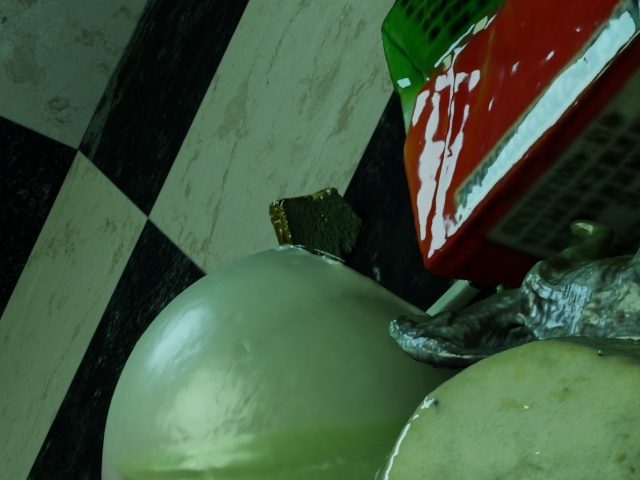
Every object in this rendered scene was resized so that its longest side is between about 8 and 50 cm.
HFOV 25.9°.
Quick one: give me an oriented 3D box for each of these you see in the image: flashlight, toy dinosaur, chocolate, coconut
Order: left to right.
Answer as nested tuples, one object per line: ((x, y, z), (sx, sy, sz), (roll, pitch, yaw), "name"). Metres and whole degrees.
((0.114, 0.050, 1.178), (0.083, 0.018, 0.018), (-49, 27, 37), "flashlight")
((0.208, -0.172, 1.004), (0.360, 0.161, 0.341), (-51, 27, 33), "chocolate")
((0.153, 0.182, 0.700), (0.245, 0.247, 0.245), (-21, 43, 20), "coconut")
((0.190, 0.034, 0.843), (0.294, 0.077, 0.162), (-16, 19, 24), "toy dinosaur")

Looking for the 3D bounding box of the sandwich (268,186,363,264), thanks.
((0.000, 0.000, 1.419), (0.036, 0.093, 0.105), (-15, 87, 61), "sandwich")

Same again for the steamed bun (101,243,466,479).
((-0.025, 0.178, 0.975), (0.309, 0.309, 0.309), (-48, 28, 37), "steamed bun")
